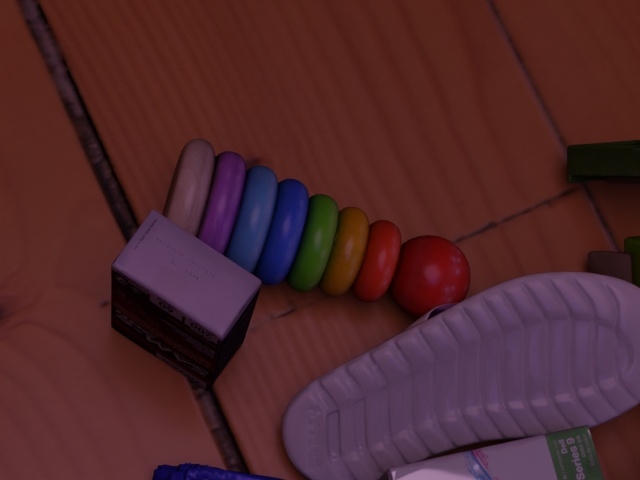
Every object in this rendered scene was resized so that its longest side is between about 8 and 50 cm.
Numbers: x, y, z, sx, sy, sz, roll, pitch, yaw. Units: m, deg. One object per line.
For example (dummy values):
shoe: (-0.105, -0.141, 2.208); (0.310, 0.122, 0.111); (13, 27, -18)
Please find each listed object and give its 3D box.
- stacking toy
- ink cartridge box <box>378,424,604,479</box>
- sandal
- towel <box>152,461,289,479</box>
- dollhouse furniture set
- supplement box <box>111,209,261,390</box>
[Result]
stacking toy: (0.000, 0.000, 1.976); (0.330, 0.141, 0.141); (15, 71, -7)
ink cartridge box: (0.165, 0.261, 1.892); (0.212, 0.154, 0.093); (-13, 74, -10)
sandal: (0.157, 0.132, 1.953); (0.416, 0.102, 0.169); (-16, 97, 2)
towel: (-0.078, 0.383, 1.866); (0.228, 0.076, 0.308); (10, 72, -3)
dollhouse furniture set: (0.440, -0.017, 2.063); (0.301, 0.151, 0.197); (-5, 94, -26)
supplement box: (-0.138, 0.064, 1.873); (0.130, 0.239, 0.073); (33, 73, 4)
